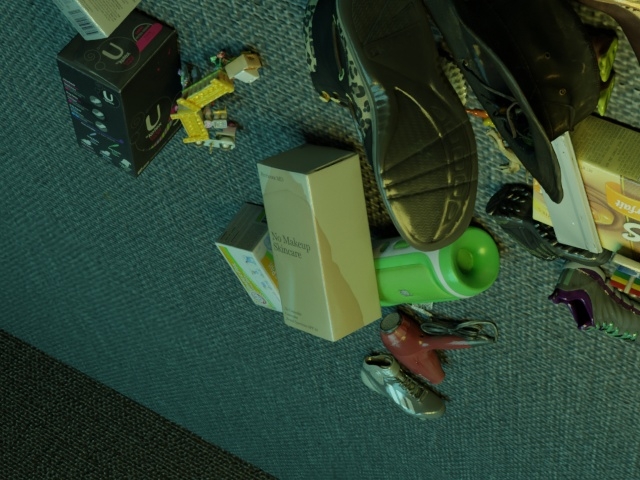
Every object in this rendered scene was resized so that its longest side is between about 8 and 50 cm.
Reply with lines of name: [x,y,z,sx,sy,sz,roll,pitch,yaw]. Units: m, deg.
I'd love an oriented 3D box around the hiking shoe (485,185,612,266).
hiking shoe: [0.362,-0.011,1.914,0.227,0.086,0.114,31,170,44]

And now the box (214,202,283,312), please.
box: [-0.104,0.039,2.519,0.103,0.114,0.203,14,148,38]

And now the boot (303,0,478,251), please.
boot: [0.083,-0.188,1.699,0.284,0.138,0.377,-139,27,-73]

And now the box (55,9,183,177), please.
box: [-0.349,-0.267,2.239,0.143,0.165,0.270,29,154,15]

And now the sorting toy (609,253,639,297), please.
sorting toy: [0.473,0.066,1.799,0.132,0.046,0.274,24,-177,11]

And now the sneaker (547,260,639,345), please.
sneaker: [0.456,0.129,2.008,0.223,0.098,0.083,40,154,-8]

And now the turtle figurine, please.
turtle figurine: [0.272,-0.227,1.641,0.217,0.087,0.269,15,134,19]

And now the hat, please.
hat: [0.245,-0.214,1.474,0.331,0.134,0.331,59,-176,-7]

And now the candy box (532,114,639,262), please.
candy box: [0.450,-0.052,1.721,0.316,0.087,0.183,24,153,23]

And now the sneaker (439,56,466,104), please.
sneaker: [0.132,-0.176,1.883,0.146,0.102,0.293,26,153,21]

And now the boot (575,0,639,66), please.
boot: [0.384,-0.236,1.487,0.248,0.090,0.207,18,147,25]

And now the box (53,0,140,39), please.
box: [-0.361,-0.417,2.034,0.072,0.137,0.126,3,139,50]

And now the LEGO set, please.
LEGO set: [-0.190,-0.266,2.169,0.132,0.107,0.287,3,152,-13]

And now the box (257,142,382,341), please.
box: [0.000,0.000,2.170,0.148,0.121,0.311,15,122,48]

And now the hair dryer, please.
hair dryer: [0.218,0.204,2.446,0.223,0.080,0.293,28,154,14]

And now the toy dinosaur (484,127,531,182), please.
toy dinosaur: [0.282,-0.129,1.802,0.092,0.053,0.183,56,-178,-4]

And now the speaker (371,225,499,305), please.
speaker: [0.174,0.046,2.182,0.131,0.131,0.296,46,152,-20]

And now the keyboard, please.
keyboard: [0.331,-0.071,1.722,0.072,0.014,0.256,23,153,39]

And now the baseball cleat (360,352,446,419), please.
baseball cleat: [0.175,0.311,2.691,0.206,0.072,0.109,23,145,17]
